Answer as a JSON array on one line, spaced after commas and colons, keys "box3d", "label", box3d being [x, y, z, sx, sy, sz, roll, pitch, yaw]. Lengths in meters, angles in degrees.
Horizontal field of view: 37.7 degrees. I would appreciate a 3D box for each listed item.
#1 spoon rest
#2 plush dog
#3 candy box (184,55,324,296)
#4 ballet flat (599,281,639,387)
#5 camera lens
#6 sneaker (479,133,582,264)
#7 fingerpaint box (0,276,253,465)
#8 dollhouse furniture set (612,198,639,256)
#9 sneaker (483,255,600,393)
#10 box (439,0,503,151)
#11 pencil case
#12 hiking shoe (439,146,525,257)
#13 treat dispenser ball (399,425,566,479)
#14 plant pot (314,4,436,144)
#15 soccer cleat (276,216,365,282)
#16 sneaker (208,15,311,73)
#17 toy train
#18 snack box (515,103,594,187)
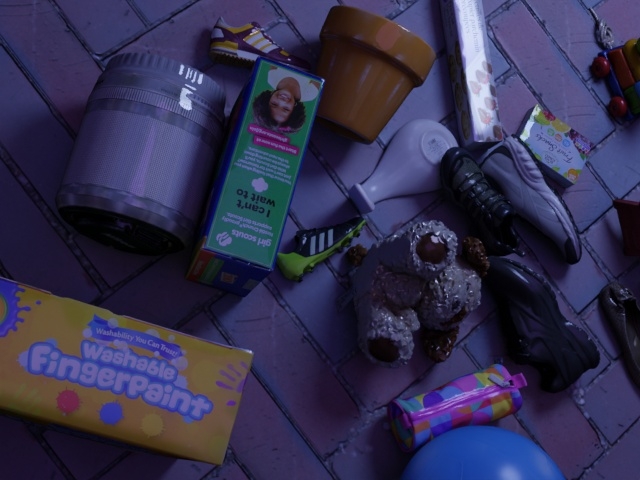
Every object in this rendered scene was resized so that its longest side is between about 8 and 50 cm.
[{"box3d": [0.149, -0.128, 1.693, 0.276, 0.084, 0.137, -34, 91, -33], "label": "spoon rest"}, {"box3d": [0.175, 0.083, 1.617, 0.225, 0.210, 0.262, 17, 102, -27], "label": "plush dog"}, {"box3d": [-0.112, -0.089, 1.494, 0.122, 0.268, 0.317, 16, 75, -11], "label": "candy box"}, {"box3d": [0.607, 0.191, 1.766, 0.084, 0.058, 0.250, -25, 87, -19], "label": "ballet flat"}, {"box3d": [-0.278, -0.127, 1.476, 0.219, 0.219, 0.274, 18, 74, -13], "label": "camera lens"}, {"box3d": [0.396, -0.065, 1.747, 0.108, 0.100, 0.271, -34, 99, 14], "label": "sneaker"}, {"box3d": [-0.358, 0.183, 1.310, 0.444, 0.371, 0.163, 19, 74, -13], "label": "fingerpaint box"}, {"box3d": [0.719, 0.070, 1.801, 0.201, 0.152, 0.374, -19, 102, -20], "label": "dollhouse furniture set"}, {"box3d": [0.374, 0.151, 1.683, 0.130, 0.109, 0.286, -41, 90, -14], "label": "sneaker"}, {"box3d": [0.282, -0.332, 1.772, 0.063, 0.067, 0.324, -4, 81, -18], "label": "box"}, {"box3d": [0.233, 0.284, 1.613, 0.236, 0.104, 0.104, -18, 84, -19], "label": "pencil case"}, {"box3d": [0.299, -0.071, 1.675, 0.086, 0.114, 0.227, -38, 108, -25], "label": "hiking shoe"}, {"box3d": [0.258, 0.440, 1.487, 0.288, 0.288, 0.288, 3, 78, -16], "label": "treat dispenser ball"}, {"box3d": [0.071, -0.278, 1.640, 0.205, 0.205, 0.188, 25, 89, -11], "label": "plant pot"}, {"box3d": [0.000, 0.000, 1.624, 0.179, 0.060, 0.072, -35, 78, -20], "label": "soccer cleat"}, {"box3d": [-0.101, -0.343, 1.655, 0.185, 0.069, 0.084, 11, 81, -15], "label": "sneaker"}, {"box3d": [0.610, -0.372, 1.837, 0.105, 0.143, 0.248, -20, 85, -20], "label": "toy train"}, {"box3d": [0.445, -0.181, 1.804, 0.141, 0.037, 0.100, 32, 73, -8], "label": "snack box"}]
